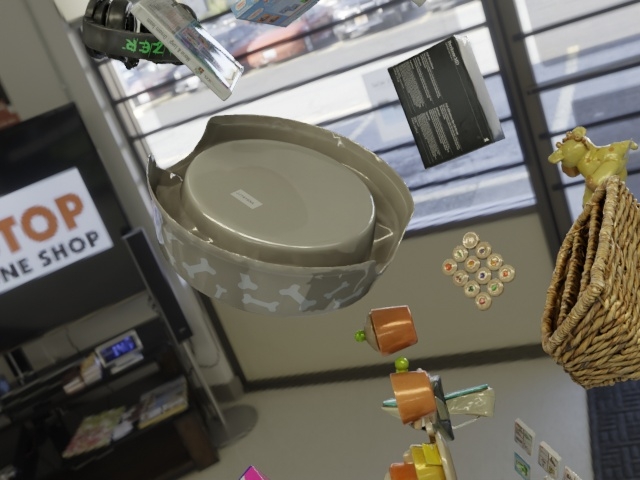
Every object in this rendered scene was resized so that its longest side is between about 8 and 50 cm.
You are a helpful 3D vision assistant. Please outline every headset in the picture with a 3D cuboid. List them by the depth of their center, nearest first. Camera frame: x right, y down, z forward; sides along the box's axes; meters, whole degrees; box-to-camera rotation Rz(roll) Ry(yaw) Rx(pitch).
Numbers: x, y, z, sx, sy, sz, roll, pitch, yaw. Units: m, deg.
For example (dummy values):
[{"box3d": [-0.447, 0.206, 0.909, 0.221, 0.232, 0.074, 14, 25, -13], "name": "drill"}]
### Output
[{"box3d": [-0.378, -0.412, 1.528, 0.243, 0.185, 0.394, -1, 25, -23], "name": "headset"}]

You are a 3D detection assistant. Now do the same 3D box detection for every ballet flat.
[{"box3d": [0.253, 0.366, 1.554, 0.248, 0.086, 0.086, -14, 20, 21], "name": "ballet flat"}]

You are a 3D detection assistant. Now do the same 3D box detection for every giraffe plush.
[{"box3d": [0.676, -0.196, 1.841, 0.170, 0.210, 0.181, 31, 38, 31], "name": "giraffe plush"}]

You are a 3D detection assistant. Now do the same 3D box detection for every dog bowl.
[{"box3d": [-0.056, -0.038, 0.953, 0.348, 0.102, 0.349, 10, 35, -7], "name": "dog bowl"}]

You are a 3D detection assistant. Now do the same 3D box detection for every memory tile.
[{"box3d": [0.325, 0.062, 1.504, 0.113, 0.012, 0.148, -52, 51, 15], "name": "memory tile"}]

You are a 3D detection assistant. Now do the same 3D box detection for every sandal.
[{"box3d": [0.193, 0.318, 1.382, 0.086, 0.120, 0.303, -13, -7, -1], "name": "sandal"}]

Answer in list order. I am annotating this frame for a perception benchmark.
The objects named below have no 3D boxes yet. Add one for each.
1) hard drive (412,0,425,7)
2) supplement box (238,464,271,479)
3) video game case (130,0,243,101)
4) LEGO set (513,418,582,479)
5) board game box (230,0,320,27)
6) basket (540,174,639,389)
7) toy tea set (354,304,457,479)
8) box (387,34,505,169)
[{"box3d": [0.104, -0.615, 1.334, 0.233, 0.353, 0.047, -56, 9, -31], "name": "hard drive"}, {"box3d": [-0.122, 0.616, 1.631, 0.111, 0.114, 0.220, -49, 19, -10], "name": "supplement box"}, {"box3d": [-0.157, -0.243, 0.894, 0.019, 0.143, 0.157, -42, 18, 16], "name": "video game case"}, {"box3d": [0.472, 0.482, 1.475, 0.060, 0.244, 0.182, -29, 44, -18], "name": "LEGO set"}, {"box3d": [-0.088, -0.569, 1.715, 0.160, 0.039, 0.211, -28, -5, 31], "name": "board game box"}, {"box3d": [0.469, 0.073, 1.268, 0.213, 0.223, 0.299, -27, 28, 45], "name": "basket"}, {"box3d": [0.107, 0.256, 1.047, 0.124, 0.200, 0.336, -15, 44, 5], "name": "toy tea set"}, {"box3d": [0.298, -0.325, 1.723, 0.184, 0.261, 0.103, -19, 3, 36], "name": "box"}]
